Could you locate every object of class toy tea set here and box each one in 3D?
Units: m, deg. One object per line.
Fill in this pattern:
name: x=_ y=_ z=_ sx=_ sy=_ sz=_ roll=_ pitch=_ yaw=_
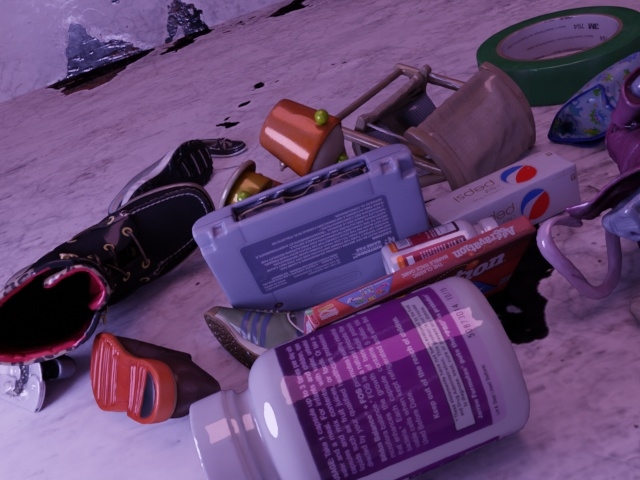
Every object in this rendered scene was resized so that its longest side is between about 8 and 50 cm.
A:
toy tea set: x=-0.027 y=-0.086 z=1.128 sx=0.124 sy=0.200 sz=0.336 roll=30 pitch=3 yaw=8

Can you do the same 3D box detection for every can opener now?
can opener: x=-0.476 y=0.191 z=1.117 sx=0.280 sy=0.074 sz=0.093 roll=6 pitch=3 yaw=35

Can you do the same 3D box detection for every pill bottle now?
pill bottle: x=0.034 y=0.162 z=0.740 sx=0.301 sy=0.169 sz=0.169 roll=-21 pitch=29 yaw=-5
pill bottle: x=0.162 y=0.024 z=0.987 sx=0.151 sy=0.086 sz=0.086 roll=-19 pitch=29 yaw=0

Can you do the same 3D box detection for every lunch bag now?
lunch bag: x=0.456 y=-0.218 z=1.224 sx=0.128 sy=0.096 sz=0.151 roll=-34 pitch=3 yaw=-26

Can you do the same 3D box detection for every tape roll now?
tape roll: x=0.474 y=-0.369 z=1.486 sx=0.321 sy=0.077 sz=0.321 roll=-15 pitch=28 yaw=8

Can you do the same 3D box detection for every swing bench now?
swing bench: x=0.181 y=-0.173 z=1.233 sx=0.254 sy=0.165 sz=0.253 roll=8 pitch=39 yaw=39

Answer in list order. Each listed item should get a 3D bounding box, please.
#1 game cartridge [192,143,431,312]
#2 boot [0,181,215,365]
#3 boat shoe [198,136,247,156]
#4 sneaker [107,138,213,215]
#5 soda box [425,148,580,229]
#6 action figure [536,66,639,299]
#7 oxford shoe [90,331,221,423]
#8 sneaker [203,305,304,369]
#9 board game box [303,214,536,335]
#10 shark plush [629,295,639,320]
game cartridge: x=0.000 y=0.000 z=1.008 sx=0.294 sy=0.196 sz=0.060 roll=-20 pitch=40 yaw=1
boot: x=-0.322 y=0.043 z=1.115 sx=0.377 sy=0.138 sz=0.284 roll=-27 pitch=12 yaw=-6
boat shoe: x=-0.220 y=-0.210 z=1.664 sx=0.125 sy=0.038 sz=0.046 roll=0 pitch=34 yaw=32
sneaker: x=-0.321 y=-0.121 z=1.515 sx=0.107 sy=0.100 sz=0.271 roll=0 pitch=34 yaw=41
soda box: x=0.259 y=-0.051 z=1.077 sx=0.216 sy=0.069 sz=0.074 roll=-25 pitch=30 yaw=-9
action figure: x=0.430 y=-0.078 z=0.949 sx=0.275 sy=0.248 sz=0.370 roll=-35 pitch=20 yaw=25
oxford shoe: x=-0.226 y=0.178 z=0.981 sx=0.098 sy=0.097 sz=0.271 roll=4 pitch=5 yaw=-36
sneaker: x=-0.067 y=0.123 z=0.979 sx=0.086 sy=0.064 sz=0.192 roll=-34 pitch=37 yaw=-26
board game box: x=0.110 y=0.067 z=0.872 sx=0.281 sy=0.145 sz=0.027 roll=-22 pitch=61 yaw=-15
shark plush: x=0.411 y=0.072 z=0.793 sx=0.161 sy=0.073 sz=0.067 roll=-9 pitch=-1 yaw=29
